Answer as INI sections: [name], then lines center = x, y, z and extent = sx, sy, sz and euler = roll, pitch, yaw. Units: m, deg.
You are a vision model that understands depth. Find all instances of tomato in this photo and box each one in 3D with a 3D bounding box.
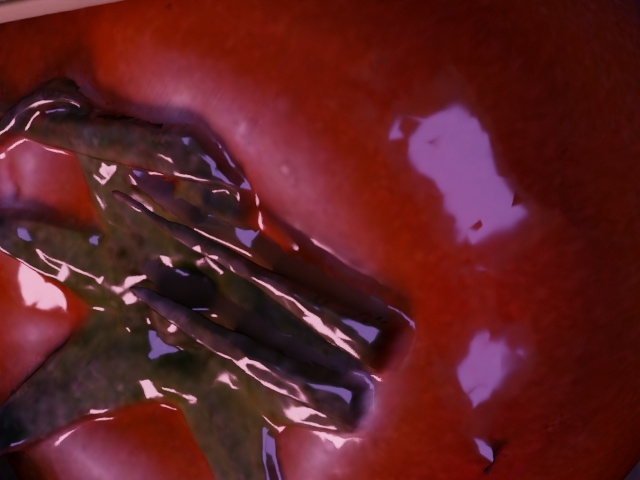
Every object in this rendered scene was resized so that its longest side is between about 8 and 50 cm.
[tomato]
center = 0.000, 0.000, 0.515
extent = 0.255, 0.224, 0.256
euler = 7, 104, 30

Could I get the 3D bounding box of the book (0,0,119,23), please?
[book]
center = -0.063, -0.244, 0.439
extent = 0.260, 0.043, 0.371
euler = -7, 80, 24
